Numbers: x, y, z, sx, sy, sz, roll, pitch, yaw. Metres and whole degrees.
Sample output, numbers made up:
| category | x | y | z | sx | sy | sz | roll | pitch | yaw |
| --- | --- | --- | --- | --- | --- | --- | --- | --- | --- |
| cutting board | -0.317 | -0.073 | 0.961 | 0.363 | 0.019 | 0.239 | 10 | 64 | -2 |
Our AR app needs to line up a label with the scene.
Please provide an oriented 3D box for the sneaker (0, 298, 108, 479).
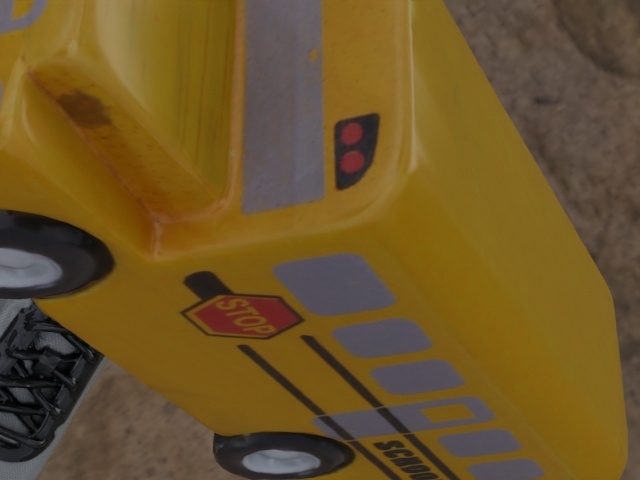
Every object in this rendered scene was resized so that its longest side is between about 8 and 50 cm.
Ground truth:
| category | x | y | z | sx | sy | sz | roll | pitch | yaw |
| --- | --- | --- | --- | --- | --- | --- | --- | --- | --- |
| sneaker | -0.150 | 0.041 | 0.810 | 0.100 | 0.108 | 0.271 | 33 | 73 | -35 |

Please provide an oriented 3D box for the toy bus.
| category | x | y | z | sx | sy | sz | roll | pitch | yaw |
| --- | --- | --- | --- | --- | --- | --- | --- | --- | --- |
| toy bus | 0.000 | 0.000 | 0.506 | 0.333 | 0.130 | 0.108 | 48 | 38 | -56 |
